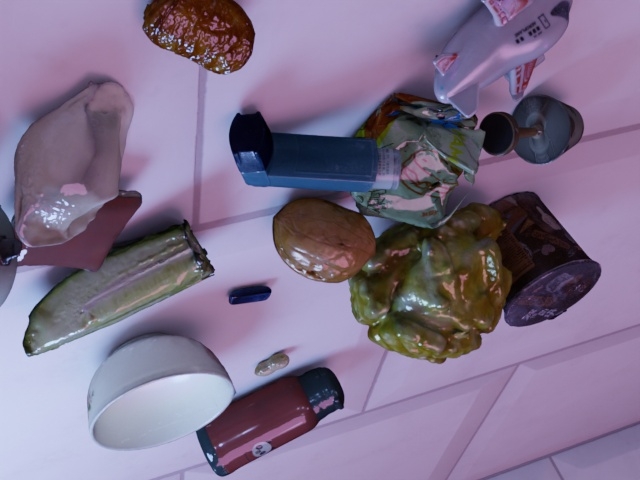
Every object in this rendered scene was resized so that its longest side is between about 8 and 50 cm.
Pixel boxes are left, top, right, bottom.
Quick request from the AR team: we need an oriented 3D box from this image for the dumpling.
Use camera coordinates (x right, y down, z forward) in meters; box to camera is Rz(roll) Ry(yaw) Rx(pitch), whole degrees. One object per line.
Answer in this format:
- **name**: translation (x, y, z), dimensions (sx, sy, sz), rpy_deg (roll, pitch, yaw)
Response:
- **dumpling**: translation (-0.317, -0.090, 1.212), dimensions (0.126, 0.216, 0.166), rpy_deg (-2, 164, 20)

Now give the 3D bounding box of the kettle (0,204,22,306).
- **kettle**: translation (-0.505, 0.012, 1.124), dimensions (0.240, 0.165, 0.255), rpy_deg (-8, 172, 32)

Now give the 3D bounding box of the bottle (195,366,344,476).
- **bottle**: translation (-0.105, 0.400, 2.084), dimensions (0.336, 0.144, 0.144), rpy_deg (-25, 149, -2)

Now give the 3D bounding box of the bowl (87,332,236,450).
- **bowl**: translation (-0.313, 0.269, 1.735), dimensions (0.277, 0.145, 0.277), rpy_deg (-20, 148, -13)

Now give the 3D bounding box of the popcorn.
- **popcorn**: translation (0.213, 0.083, 1.711), dimensions (0.335, 0.279, 0.274), rpy_deg (-4, 160, -20)

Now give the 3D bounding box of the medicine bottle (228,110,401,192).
- **medicine bottle**: translation (-0.009, -0.121, 1.367), dimensions (0.258, 0.079, 0.124), rpy_deg (5, 151, -6)

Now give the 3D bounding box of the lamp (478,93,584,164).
- **lamp**: translation (0.360, -0.187, 1.563), dimensions (0.214, 0.121, 0.121), rpy_deg (-9, 146, -45)

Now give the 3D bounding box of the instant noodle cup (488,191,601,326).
- **instant noodle cup**: translation (0.417, 0.033, 1.854), dimensions (0.217, 0.207, 0.217), rpy_deg (-20, 149, -13)

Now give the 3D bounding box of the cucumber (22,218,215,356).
- **cucumber**: translation (-0.331, 0.077, 1.483), dimensions (0.325, 0.105, 0.145), rpy_deg (-28, 176, 3)

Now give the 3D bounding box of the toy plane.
- **toy plane**: translation (0.264, -0.288, 1.339), dimensions (0.252, 0.118, 0.252), rpy_deg (-27, 144, -22)

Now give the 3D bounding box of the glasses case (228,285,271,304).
- **glasses case**: translation (-0.134, 0.101, 1.731), dimensions (0.083, 0.023, 0.033), rpy_deg (-6, 149, -26)

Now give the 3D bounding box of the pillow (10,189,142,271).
- **pillow**: translation (-0.364, -0.023, 1.326), dimensions (0.179, 0.075, 0.171), rpy_deg (6, 130, -44)

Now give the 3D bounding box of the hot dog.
- **hot dog**: translation (-0.151, -0.261, 1.138), dimensions (0.147, 0.065, 0.099), rpy_deg (19, 128, -36)

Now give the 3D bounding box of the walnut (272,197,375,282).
- **walnut**: translation (0.000, 0.000, 1.552), dimensions (0.180, 0.144, 0.144), rpy_deg (21, 133, -11)

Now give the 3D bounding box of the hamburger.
- **hamburger**: translation (0.159, -0.108, 1.513), dimensions (0.260, 0.150, 0.276), rpy_deg (-32, 149, 12)

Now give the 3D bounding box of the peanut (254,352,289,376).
- **peanut**: translation (-0.105, 0.270, 1.994), dimensions (0.083, 0.037, 0.037), rpy_deg (-32, 148, 6)
